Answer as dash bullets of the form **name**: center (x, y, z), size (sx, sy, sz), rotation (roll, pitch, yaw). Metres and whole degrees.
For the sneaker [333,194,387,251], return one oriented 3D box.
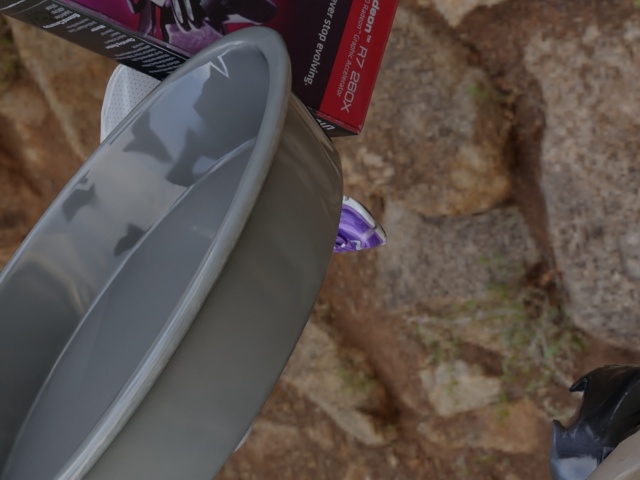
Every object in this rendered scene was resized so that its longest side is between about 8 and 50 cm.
- **sneaker**: center (0.000, 0.000, 1.194), size (0.169, 0.071, 0.068), rotation (-4, 132, 48)

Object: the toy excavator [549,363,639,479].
- **toy excavator**: center (0.314, 0.247, 0.587), size (0.445, 0.433, 0.222), rotation (57, 155, -7)

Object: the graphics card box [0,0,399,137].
- **graphics card box**: center (-0.107, -0.228, 0.674), size (0.094, 0.370, 0.233), rotation (6, 77, 59)

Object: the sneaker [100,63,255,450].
- **sneaker**: center (-0.096, -0.009, 0.734), size (0.169, 0.108, 0.293), rotation (75, -177, -77)

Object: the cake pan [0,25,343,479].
- **cake pan**: center (-0.093, 0.037, 0.504), size (0.293, 0.054, 0.293), rotation (-42, 26, 25)
